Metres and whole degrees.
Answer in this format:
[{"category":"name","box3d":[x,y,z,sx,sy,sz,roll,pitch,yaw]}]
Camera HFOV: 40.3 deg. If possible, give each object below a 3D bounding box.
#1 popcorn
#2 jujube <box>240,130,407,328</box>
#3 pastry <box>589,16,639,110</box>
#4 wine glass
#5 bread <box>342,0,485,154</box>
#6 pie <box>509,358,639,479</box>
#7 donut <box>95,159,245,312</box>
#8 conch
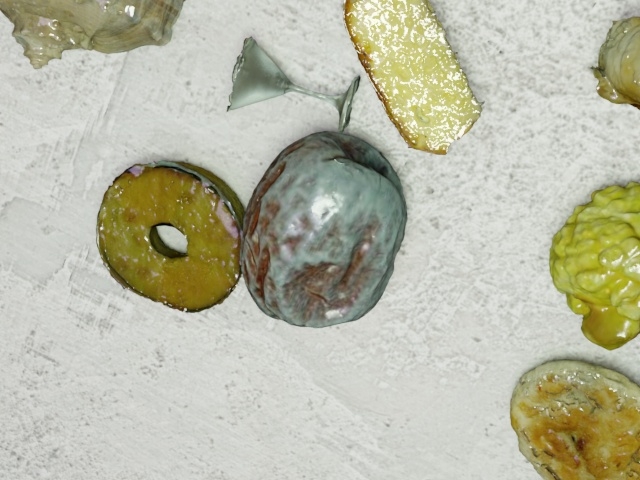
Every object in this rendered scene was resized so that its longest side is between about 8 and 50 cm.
[{"category":"popcorn","box3d":[0.459,0.048,1.232,0.237,0.206,0.251,-33,115,6]},{"category":"jujube","box3d":[0.001,-0.004,1.327,0.247,0.215,0.308,16,118,-25]},{"category":"pastry","box3d":[0.471,-0.191,1.125,0.257,0.236,0.120,30,104,4]},{"category":"wine glass","box3d":[-0.038,-0.227,1.320,0.183,0.122,0.122,19,112,2]},{"category":"bread","box3d":[0.133,-0.254,1.251,0.129,0.134,0.260,-26,105,11]},{"category":"pie","box3d":[0.420,0.309,1.366,0.274,0.055,0.274,16,121,30]},{"category":"donut","box3d":[-0.235,-0.012,1.451,0.272,0.107,0.272,4,105,17]},{"category":"conch","box3d":[-0.346,-0.411,1.295,0.297,0.210,0.352,20,115,-8]}]
